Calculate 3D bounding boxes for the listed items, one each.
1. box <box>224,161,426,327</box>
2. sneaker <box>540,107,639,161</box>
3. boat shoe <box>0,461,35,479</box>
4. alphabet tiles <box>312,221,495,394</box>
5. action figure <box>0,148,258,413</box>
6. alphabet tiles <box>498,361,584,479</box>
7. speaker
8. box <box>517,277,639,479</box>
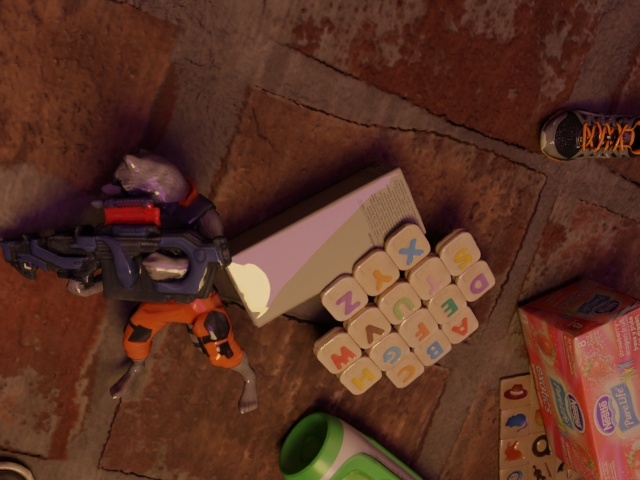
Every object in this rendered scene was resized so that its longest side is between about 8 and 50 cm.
[{"bbox_3d":[0.000,0.000,0.895,0.275,0.094,0.113,-27,109,-9],"label":"box"},{"bbox_3d":[0.446,-0.166,1.002,0.214,0.083,0.084,-6,105,-14],"label":"sneaker"},{"bbox_3d":[-0.458,0.462,0.855,0.116,0.096,0.325,17,97,-19],"label":"boat shoe"},{"bbox_3d":[0.128,0.109,0.943,0.284,0.021,0.278,-39,130,-2],"label":"alphabet tiles"},{"bbox_3d":[-0.222,0.043,0.810,0.341,0.178,0.331,9,115,24],"label":"action figure"},{"bbox_3d":[0.448,0.332,1.151,0.284,0.011,0.343,-7,104,-15],"label":"alphabet tiles"},{"bbox_3d":[0.076,0.391,0.989,0.296,0.131,0.131,43,88,-21],"label":"speaker"},{"bbox_3d":[0.451,0.236,1.043,0.142,0.154,0.300,-21,108,-12],"label":"box"}]
